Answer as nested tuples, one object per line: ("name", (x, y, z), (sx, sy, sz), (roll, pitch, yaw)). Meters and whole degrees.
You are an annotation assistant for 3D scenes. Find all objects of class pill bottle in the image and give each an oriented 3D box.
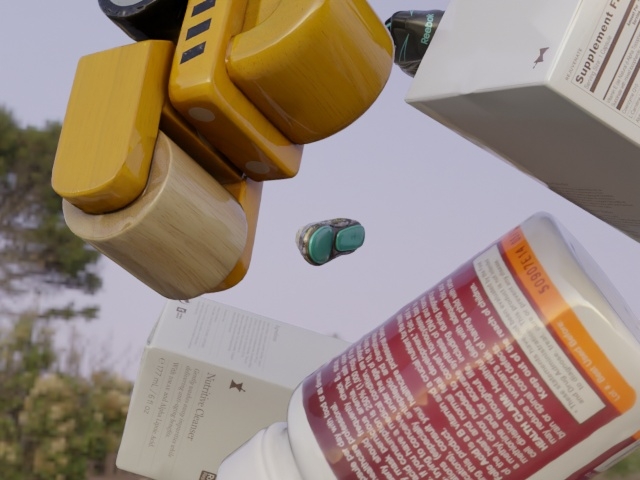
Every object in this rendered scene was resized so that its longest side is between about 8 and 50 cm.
("pill bottle", (0.112, 0.171, 1.132), (0.392, 0.224, 0.224), (-37, -31, 13))

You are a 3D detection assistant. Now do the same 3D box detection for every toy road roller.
("toy road roller", (-0.074, -0.125, 1.114), (0.240, 0.330, 0.202), (-5, -29, 30))

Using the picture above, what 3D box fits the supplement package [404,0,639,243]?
("supplement package", (0.245, -0.129, 0.898), (0.262, 0.198, 0.199), (28, -8, -21))

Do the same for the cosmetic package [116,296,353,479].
("cosmetic package", (-0.056, 0.237, 1.652), (0.385, 0.156, 0.217), (17, -62, -2))

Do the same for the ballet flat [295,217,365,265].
("ballet flat", (0.000, 0.000, 1.103), (0.041, 0.041, 0.114), (-8, 1, 27))

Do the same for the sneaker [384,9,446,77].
("sneaker", (0.138, -0.302, 1.837), (0.106, 0.101, 0.267), (10, -3, -6))
